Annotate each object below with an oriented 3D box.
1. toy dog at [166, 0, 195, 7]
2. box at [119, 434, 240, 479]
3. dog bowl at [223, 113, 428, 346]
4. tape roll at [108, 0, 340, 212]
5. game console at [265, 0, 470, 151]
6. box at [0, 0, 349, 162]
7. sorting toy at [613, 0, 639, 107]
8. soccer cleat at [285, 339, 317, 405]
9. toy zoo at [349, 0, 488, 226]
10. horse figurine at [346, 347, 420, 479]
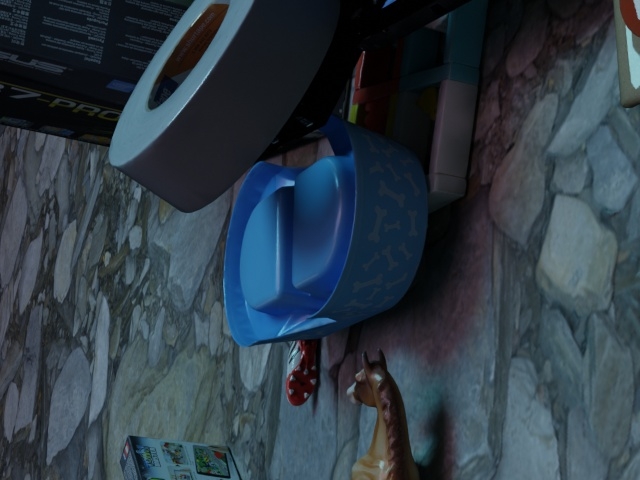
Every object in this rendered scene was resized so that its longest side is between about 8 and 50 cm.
[{"bbox_3d":[-0.263,-0.293,1.691,0.408,0.395,0.284,-35,57,49],"label":"toy dog"},{"bbox_3d":[-0.126,0.270,1.458,0.207,0.114,0.036,-121,45,-59],"label":"box"},{"bbox_3d":[0.000,0.000,1.243,0.297,0.074,0.165,150,124,-62],"label":"dog bowl"},{"bbox_3d":[-0.079,-0.132,1.180,0.219,0.072,0.219,-45,23,26],"label":"tape roll"},{"bbox_3d":[0.058,-0.196,1.136,0.361,0.044,0.213,-20,40,56],"label":"game console"},{"bbox_3d":[-0.210,-0.168,1.475,0.318,0.395,0.097,163,116,-65],"label":"box"},{"bbox_3d":[0.225,-0.249,0.861,0.229,0.041,0.307,161,108,-66],"label":"sorting toy"},{"bbox_3d":[-0.018,0.116,1.378,0.035,0.029,0.083,135,143,-68],"label":"soccer cleat"},{"bbox_3d":[0.078,-0.133,1.239,0.192,0.030,0.293,178,101,-68],"label":"toy zoo"},{"bbox_3d":[0.045,0.239,1.120,0.174,0.066,0.263,118,155,-50],"label":"horse figurine"}]
